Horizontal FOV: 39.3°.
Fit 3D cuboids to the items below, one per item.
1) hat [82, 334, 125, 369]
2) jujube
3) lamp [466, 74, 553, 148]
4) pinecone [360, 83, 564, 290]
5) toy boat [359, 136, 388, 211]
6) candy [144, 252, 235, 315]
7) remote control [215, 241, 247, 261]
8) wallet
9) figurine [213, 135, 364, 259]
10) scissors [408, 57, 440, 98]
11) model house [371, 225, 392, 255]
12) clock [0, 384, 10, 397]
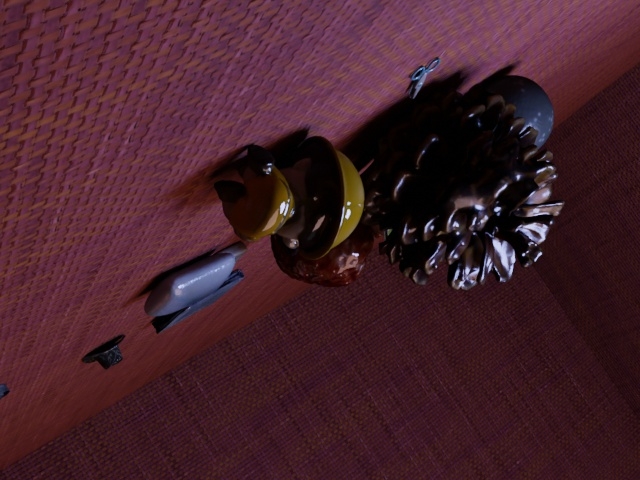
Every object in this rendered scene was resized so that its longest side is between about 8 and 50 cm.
[{"bbox_3d":[-0.497,0.272,2.098,0.121,0.050,0.121,-31,176,-3],"label":"hat"},{"bbox_3d":[0.000,0.000,1.846,0.213,0.212,0.232,-32,176,-9],"label":"jujube"},{"bbox_3d":[0.356,-0.228,1.947,0.314,0.181,0.182,-34,173,9],"label":"lamp"},{"bbox_3d":[0.277,-0.082,1.717,0.398,0.397,0.398,-33,173,-4],"label":"pinecone"},{"bbox_3d":[0.106,-0.127,1.906,0.318,0.099,0.140,134,-27,-62],"label":"toy boat"},{"bbox_3d":[-0.260,0.089,1.795,0.174,0.071,0.138,-28,171,-44],"label":"candy"},{"bbox_3d":[-0.229,0.062,1.943,0.088,0.029,0.190,-28,171,-43],"label":"remote control"},{"bbox_3d":[-0.303,0.152,2.214,0.222,0.036,0.167,-26,170,-49],"label":"wallet"},{"bbox_3d":[-0.036,-0.058,1.358,0.257,0.167,0.192,-19,137,-57],"label":"figurine"},{"bbox_3d":[0.166,-0.266,1.493,0.058,0.014,0.119,-31,170,-15],"label":"scissors"},{"bbox_3d":[0.203,-0.121,2.359,0.294,0.154,0.206,-39,135,-37],"label":"model house"},{"bbox_3d":[-0.658,0.314,1.778,0.085,0.017,0.085,-32,174,-4],"label":"clock"}]
